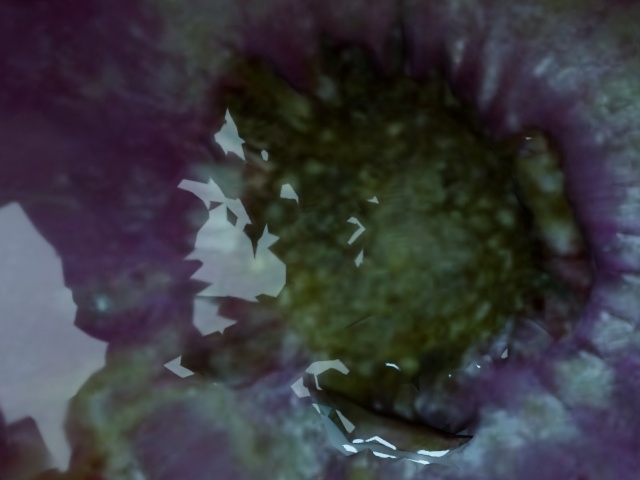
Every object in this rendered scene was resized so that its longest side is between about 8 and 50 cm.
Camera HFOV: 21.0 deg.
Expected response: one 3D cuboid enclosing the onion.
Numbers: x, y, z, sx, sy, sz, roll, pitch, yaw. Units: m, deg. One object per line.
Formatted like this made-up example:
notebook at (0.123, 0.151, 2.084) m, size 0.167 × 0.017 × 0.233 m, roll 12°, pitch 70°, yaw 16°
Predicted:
onion at (0.017, -0.001, 0.563) m, size 0.358 × 0.345 × 0.358 m, roll 0°, pitch 90°, yaw 17°
